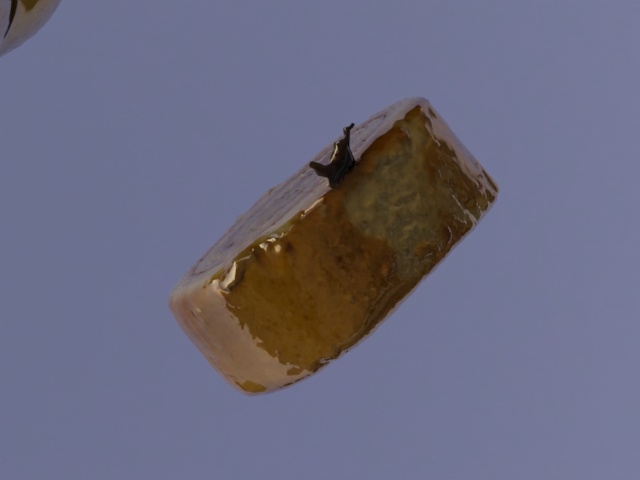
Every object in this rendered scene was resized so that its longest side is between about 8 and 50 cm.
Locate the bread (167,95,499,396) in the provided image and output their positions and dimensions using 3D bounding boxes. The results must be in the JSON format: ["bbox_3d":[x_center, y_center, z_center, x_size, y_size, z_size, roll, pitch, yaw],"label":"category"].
[{"bbox_3d":[0.000,0.000,0.753,0.073,0.122,0.149,51,-126,-8],"label":"bread"}]

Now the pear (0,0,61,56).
[{"bbox_3d":[-0.253,-0.189,0.765,0.314,0.314,0.314,3,-97,-27],"label":"pear"}]
